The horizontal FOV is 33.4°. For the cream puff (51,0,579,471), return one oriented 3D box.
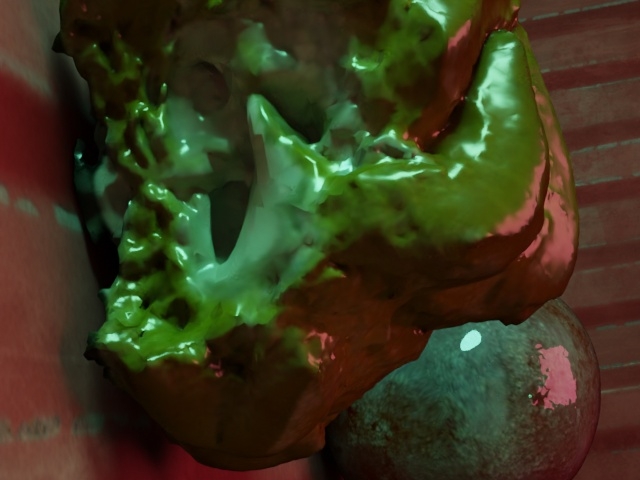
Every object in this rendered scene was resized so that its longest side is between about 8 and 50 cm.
[{"bbox_3d":[0.007,-0.033,0.631,0.274,0.269,0.324,51,32,-83],"label":"cream puff"}]

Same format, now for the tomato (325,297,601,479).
[{"bbox_3d":[0.151,0.168,1.186,0.282,0.316,0.317,51,27,-41],"label":"tomato"}]
